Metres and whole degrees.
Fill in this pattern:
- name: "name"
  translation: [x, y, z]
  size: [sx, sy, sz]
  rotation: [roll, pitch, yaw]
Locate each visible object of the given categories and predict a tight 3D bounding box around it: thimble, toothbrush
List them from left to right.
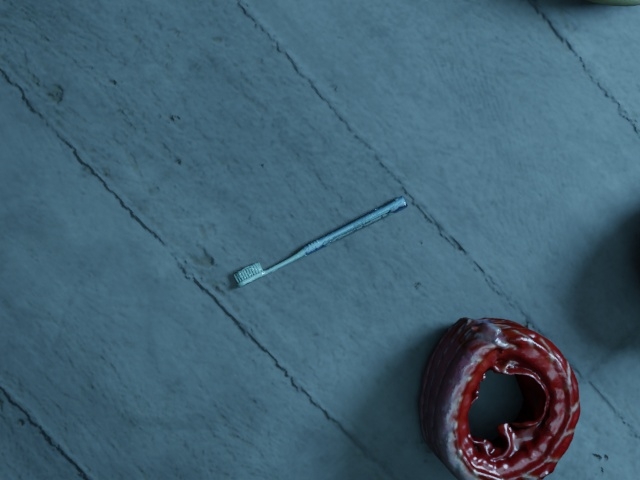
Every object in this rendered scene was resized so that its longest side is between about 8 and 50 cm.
- name: "toothbrush"
  translation: [0.000, 0.000, 1.299]
  size: [0.219, 0.016, 0.019]
  rotation: [-25, 87, 0]
- name: "thimble"
  translation: [0.201, 0.187, 1.272]
  size: [0.163, 0.125, 0.189]
  rotation: [11, 93, -7]

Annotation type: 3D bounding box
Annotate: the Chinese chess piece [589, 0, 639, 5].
- name: "Chinese chess piece"
  translation: [0.338, -0.383, 1.224]
  size: [0.251, 0.097, 0.250]
  rotation: [-2, 98, -17]
